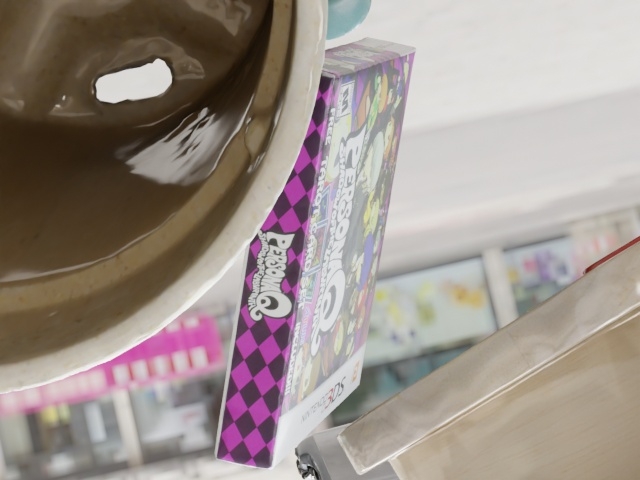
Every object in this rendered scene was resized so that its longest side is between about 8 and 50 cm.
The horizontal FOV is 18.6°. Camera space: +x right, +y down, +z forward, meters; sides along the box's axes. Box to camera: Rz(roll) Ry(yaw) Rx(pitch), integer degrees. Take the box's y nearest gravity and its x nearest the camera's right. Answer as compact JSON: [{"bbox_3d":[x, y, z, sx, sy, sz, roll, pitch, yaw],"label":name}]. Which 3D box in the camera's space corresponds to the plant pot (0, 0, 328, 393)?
[{"bbox_3d":[-0.145,-0.129,0.908,0.334,0.333,0.305,-13,-169,10],"label":"plant pot"}]

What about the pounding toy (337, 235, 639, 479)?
[{"bbox_3d":[0.113,0.074,0.552,0.269,0.155,0.154,-26,171,-33],"label":"pounding toy"}]

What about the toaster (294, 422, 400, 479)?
[{"bbox_3d":[0.072,0.200,1.437,0.146,0.129,0.227,-17,-161,-5],"label":"toaster"}]

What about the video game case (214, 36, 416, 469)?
[{"bbox_3d":[0.000,0.000,1.176,0.042,0.232,0.210,12,-168,13],"label":"video game case"}]

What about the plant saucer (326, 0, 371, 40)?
[{"bbox_3d":[-0.018,-0.194,1.421,0.119,0.119,0.021,-12,146,-24],"label":"plant saucer"}]
